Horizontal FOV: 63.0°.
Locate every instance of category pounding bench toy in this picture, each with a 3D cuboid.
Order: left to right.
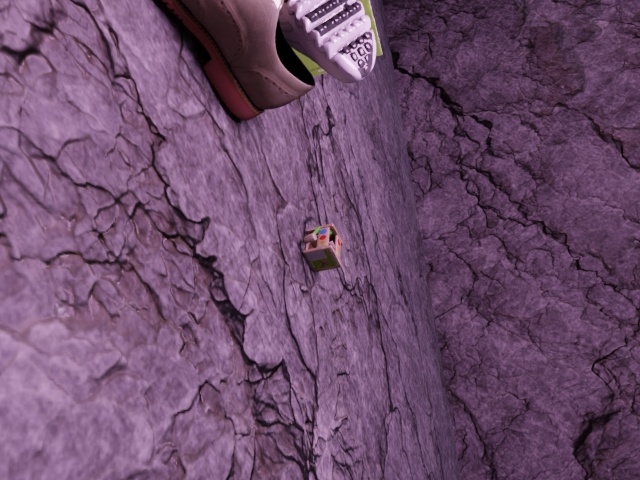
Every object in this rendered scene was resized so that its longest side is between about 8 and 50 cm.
[{"bbox_3d":[0.000,0.000,0.892,0.065,0.052,0.083,-84,154,-44],"label":"pounding bench toy"}]

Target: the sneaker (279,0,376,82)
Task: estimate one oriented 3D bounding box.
[{"bbox_3d":[-0.037,-0.325,0.738,0.110,0.118,0.292,-37,82,-31],"label":"sneaker"}]

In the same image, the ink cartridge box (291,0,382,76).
[{"bbox_3d":[-0.014,-0.421,0.899,0.097,0.189,0.255,-57,132,-65],"label":"ink cartridge box"}]

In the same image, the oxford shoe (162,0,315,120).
[{"bbox_3d":[-0.114,-0.310,0.629,0.348,0.130,0.123,57,27,-47],"label":"oxford shoe"}]
